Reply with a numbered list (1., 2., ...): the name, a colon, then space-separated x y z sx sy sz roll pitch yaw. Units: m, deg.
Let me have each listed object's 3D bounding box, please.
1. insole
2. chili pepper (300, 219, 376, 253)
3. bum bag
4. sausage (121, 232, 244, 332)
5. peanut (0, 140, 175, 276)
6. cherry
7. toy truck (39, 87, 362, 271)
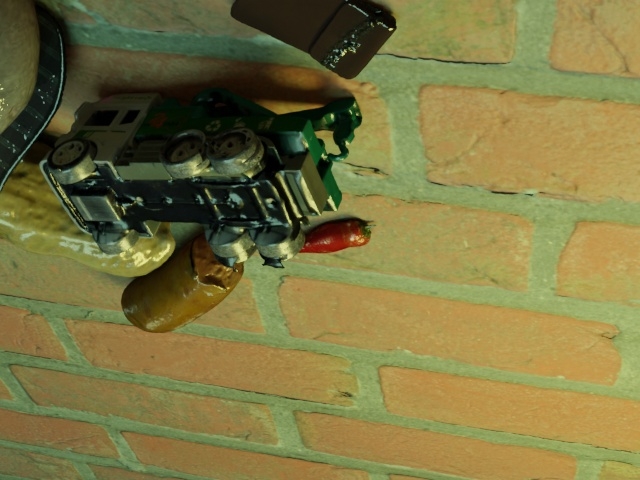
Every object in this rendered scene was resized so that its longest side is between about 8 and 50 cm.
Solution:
1. insole: -0.382 -0.146 1.428 0.110 0.012 0.309 34 120 -6
2. chili pepper: 0.000 0.000 1.626 0.178 0.027 0.045 -7 144 35
3. bum bag: -0.010 -0.230 1.257 0.159 0.026 0.109 22 149 -13
4. sausage: -0.211 0.075 1.768 0.109 0.109 0.270 29 149 -22
5. peanut: -0.337 -0.044 1.599 0.291 0.143 0.159 19 -177 -18
6. cherry: -0.408 -0.207 1.294 0.213 0.183 0.266 29 120 -17
7. toy truck: -0.136 -0.085 1.397 0.363 0.178 0.176 -1 136 25
